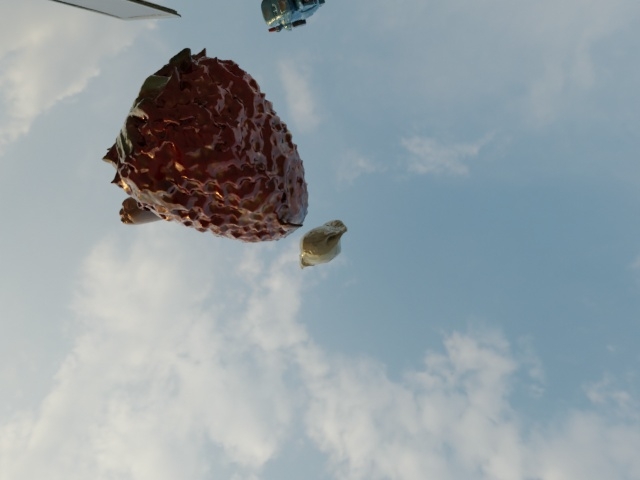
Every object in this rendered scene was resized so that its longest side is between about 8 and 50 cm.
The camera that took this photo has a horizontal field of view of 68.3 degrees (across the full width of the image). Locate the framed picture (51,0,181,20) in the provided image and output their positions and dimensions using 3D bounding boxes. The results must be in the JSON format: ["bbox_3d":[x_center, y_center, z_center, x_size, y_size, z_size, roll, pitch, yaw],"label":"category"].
[{"bbox_3d":[-0.472,-0.525,1.046,0.274,0.217,0.017,20,-72,38],"label":"framed picture"}]

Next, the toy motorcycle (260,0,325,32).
[{"bbox_3d":[-0.077,-0.663,1.342,0.182,0.272,0.124,-16,-69,2],"label":"toy motorcycle"}]

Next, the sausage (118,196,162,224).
[{"bbox_3d":[-0.429,-0.106,1.338,0.086,0.289,0.086,12,-70,36],"label":"sausage"}]

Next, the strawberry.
[{"bbox_3d":[-0.149,-0.120,0.763,0.343,0.292,0.292,35,-95,-17],"label":"strawberry"}]

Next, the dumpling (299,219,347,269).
[{"bbox_3d":[0.004,0.001,1.424,0.181,0.111,0.155,-18,-147,9],"label":"dumpling"}]
